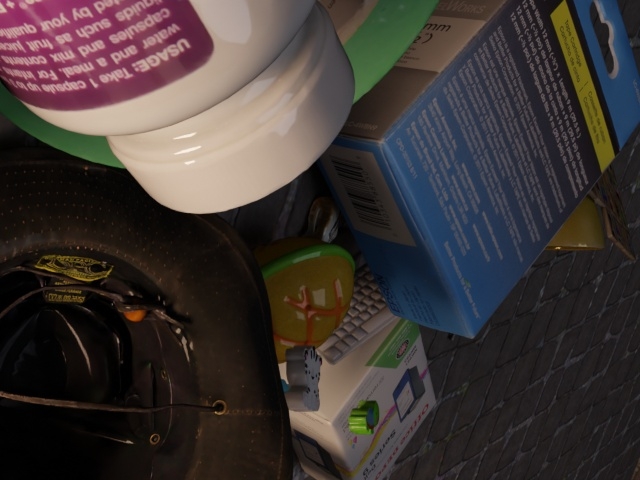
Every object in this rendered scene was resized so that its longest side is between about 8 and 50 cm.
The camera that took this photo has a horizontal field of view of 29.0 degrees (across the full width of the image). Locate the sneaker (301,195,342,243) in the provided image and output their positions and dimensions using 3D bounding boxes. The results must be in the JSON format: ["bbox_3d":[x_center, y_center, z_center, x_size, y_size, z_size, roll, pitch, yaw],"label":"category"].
[{"bbox_3d":[0.000,0.000,1.172,0.037,0.032,0.083,14,103,-61],"label":"sneaker"}]

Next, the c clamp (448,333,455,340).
[{"bbox_3d":[0.164,0.063,1.515,0.160,0.022,0.137,9,106,-62],"label":"c clamp"}]

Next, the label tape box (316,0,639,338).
[{"bbox_3d":[0.162,-0.118,1.189,0.348,0.115,0.249,-49,131,-27],"label":"label tape box"}]

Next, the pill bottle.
[{"bbox_3d":[-0.099,-0.154,0.535,0.169,0.169,0.301,-51,135,-20],"label":"pill bottle"}]

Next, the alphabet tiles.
[{"bbox_3d":[0.357,-0.089,1.586,0.237,0.009,0.198,26,51,-62],"label":"alphabet tiles"}]

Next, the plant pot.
[{"bbox_3d":[0.288,-0.037,1.546,0.134,0.134,0.095,5,85,-60],"label":"plant pot"}]

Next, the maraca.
[{"bbox_3d":[-0.050,0.064,1.083,0.185,0.099,0.127,-34,147,3],"label":"maraca"}]

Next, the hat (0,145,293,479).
[{"bbox_3d":[-0.179,0.113,0.811,0.331,0.331,0.134,-44,-172,-31],"label":"hat"}]

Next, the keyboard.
[{"bbox_3d":[0.079,0.040,1.262,0.256,0.072,0.014,-34,143,-30],"label":"keyboard"}]

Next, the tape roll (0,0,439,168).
[{"bbox_3d":[-0.069,-0.193,0.686,0.321,0.077,0.321,-14,128,-18],"label":"tape roll"}]

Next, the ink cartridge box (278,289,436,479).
[{"bbox_3d":[0.038,0.163,1.317,0.154,0.093,0.212,-50,152,-22],"label":"ink cartridge box"}]

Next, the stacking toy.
[{"bbox_3d":[-0.056,0.133,1.063,0.221,0.167,0.052,38,52,-65],"label":"stacking toy"}]
